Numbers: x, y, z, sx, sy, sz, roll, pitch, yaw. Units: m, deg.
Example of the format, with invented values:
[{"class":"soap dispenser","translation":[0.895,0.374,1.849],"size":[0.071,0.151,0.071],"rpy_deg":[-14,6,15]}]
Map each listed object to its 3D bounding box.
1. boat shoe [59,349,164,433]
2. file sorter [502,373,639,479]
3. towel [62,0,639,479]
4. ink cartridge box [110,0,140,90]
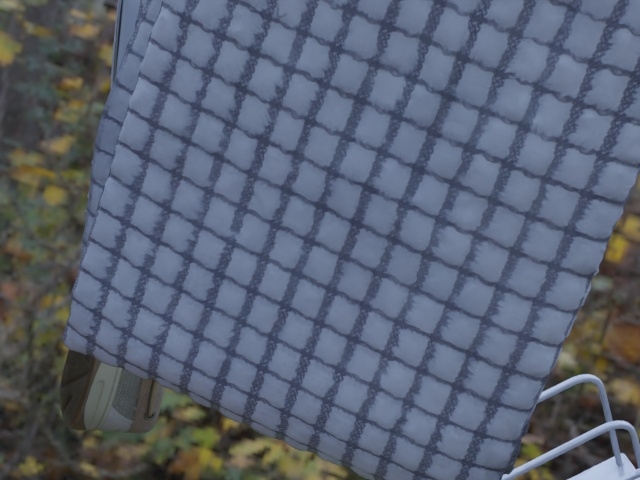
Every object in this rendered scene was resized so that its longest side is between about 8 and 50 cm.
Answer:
[{"class":"boat shoe","translation":[-0.154,0.045,1.316],"size":[0.098,0.302,0.109],"rpy_deg":[12,18,-26]},{"class":"file sorter","translation":[0.259,0.295,1.332],"size":[0.278,0.192,0.173],"rpy_deg":[59,-7,48]},{"class":"towel","translation":[0.025,-0.042,0.649],"size":[0.235,0.284,0.121],"rpy_deg":[24,24,12]},{"class":"ink cartridge box","translation":[-0.051,-0.103,0.831],"size":[0.127,0.072,0.175],"rpy_deg":[6,7,-4]}]
